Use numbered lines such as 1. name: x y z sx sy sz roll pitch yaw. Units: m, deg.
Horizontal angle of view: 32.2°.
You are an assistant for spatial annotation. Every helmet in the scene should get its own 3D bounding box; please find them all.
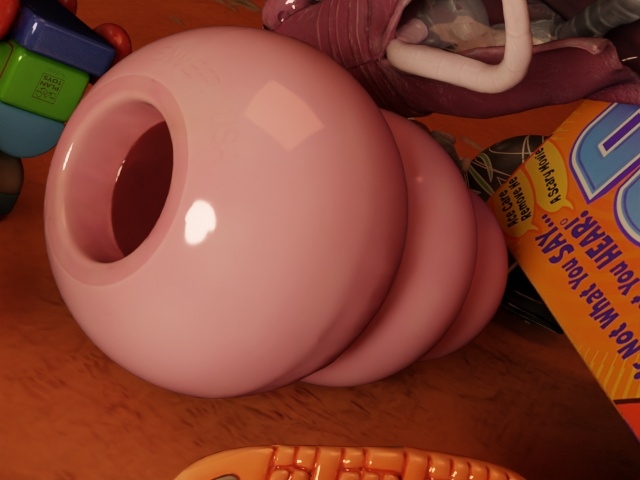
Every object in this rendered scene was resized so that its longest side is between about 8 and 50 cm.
1. helmet: 0.187 -0.014 0.980 0.161 0.169 0.169 37 16 -23

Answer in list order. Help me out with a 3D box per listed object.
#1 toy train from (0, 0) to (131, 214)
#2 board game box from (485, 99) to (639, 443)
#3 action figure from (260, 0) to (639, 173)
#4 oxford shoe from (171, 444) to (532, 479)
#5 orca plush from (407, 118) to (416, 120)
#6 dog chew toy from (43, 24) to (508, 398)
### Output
1. toy train: -0.243 -0.129 0.763 0.105 0.143 0.248 18 16 -45
2. board game box: 0.395 0.025 0.738 0.356 0.356 0.356 38 15 -24
3. action figure: 0.055 -0.122 0.776 0.275 0.370 0.248 -42 111 -46
4. oxford shoe: 0.085 0.169 0.519 0.363 0.130 0.132 20 -3 -19
5. orca plush: 0.064 -0.076 1.065 0.102 0.151 0.287 3 3 43
6. dog chew toy: 0.000 0.000 0.678 0.331 0.207 0.206 17 21 -49
